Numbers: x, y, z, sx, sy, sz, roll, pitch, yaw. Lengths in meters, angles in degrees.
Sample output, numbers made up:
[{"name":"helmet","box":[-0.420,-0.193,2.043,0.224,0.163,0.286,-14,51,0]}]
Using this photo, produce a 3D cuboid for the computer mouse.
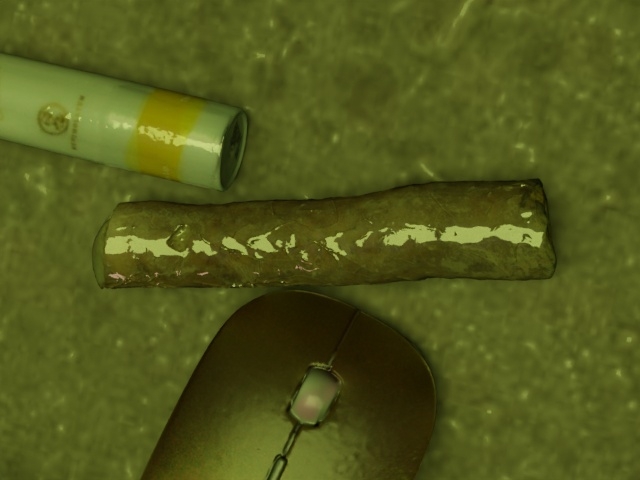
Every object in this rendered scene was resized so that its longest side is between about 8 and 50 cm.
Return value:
[{"name":"computer mouse","box":[-0.041,0.185,1.167,0.158,0.072,0.310,27,97,8]}]

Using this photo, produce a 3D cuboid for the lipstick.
[{"name":"lipstick","box":[-0.181,-0.088,1.188,0.264,0.059,0.059,14,96,12]}]

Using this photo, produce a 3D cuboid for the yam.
[{"name":"yam","box":[0.000,0.000,1.151,0.300,0.066,0.066,-4,92,12]}]
